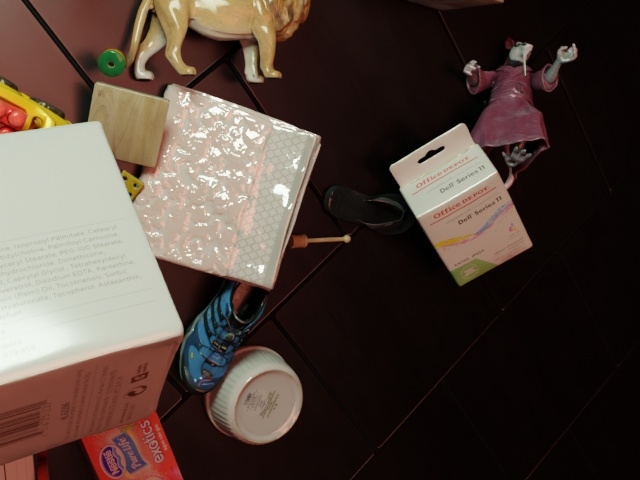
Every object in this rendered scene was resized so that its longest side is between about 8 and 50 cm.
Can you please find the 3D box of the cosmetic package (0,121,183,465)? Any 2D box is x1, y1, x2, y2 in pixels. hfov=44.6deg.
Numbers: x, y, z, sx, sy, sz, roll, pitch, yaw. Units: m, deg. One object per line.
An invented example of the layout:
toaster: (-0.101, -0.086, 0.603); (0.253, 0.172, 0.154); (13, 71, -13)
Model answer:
cosmetic package: (-0.447, 0.084, 1.190); (0.328, 0.329, 0.393); (-14, 64, -28)

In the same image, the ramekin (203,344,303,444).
ramekin: (-0.135, 0.337, 1.668); (0.207, 0.109, 0.207); (-7, 104, -30)

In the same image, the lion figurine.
lion figurine: (-0.193, -0.421, 1.462); (0.392, 0.142, 0.240); (-4, 95, -27)

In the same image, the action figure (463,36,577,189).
action figure: (0.468, -0.322, 1.862); (0.275, 0.248, 0.370); (69, 32, -58)

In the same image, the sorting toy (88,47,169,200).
sorting toy: (-0.354, -0.207, 1.422); (0.132, 0.046, 0.274); (13, 115, -12)

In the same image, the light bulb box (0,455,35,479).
light bulb box: (-0.670, 0.463, 1.291); (0.361, 0.225, 0.357); (-7, 104, -29)

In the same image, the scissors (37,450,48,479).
scissors: (-0.493, 0.355, 1.375); (0.021, 0.297, 0.109); (-6, 126, -19)

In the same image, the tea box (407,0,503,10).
tea box: (0.218, -0.677, 1.614); (0.329, 0.220, 0.323); (6, 96, -32)

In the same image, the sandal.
sandal: (0.124, -0.064, 1.779); (0.255, 0.054, 0.097); (6, 97, -33)

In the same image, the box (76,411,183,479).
box: (-0.386, 0.377, 1.496); (0.142, 0.154, 0.299); (-26, 114, -25)

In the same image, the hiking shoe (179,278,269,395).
hiking shoe: (-0.195, 0.171, 1.571); (0.113, 0.132, 0.304); (26, 82, -15)

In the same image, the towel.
towel: (-0.192, -0.098, 1.498); (0.317, 0.053, 0.331); (17, 89, -3)

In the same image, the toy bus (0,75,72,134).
toy bus: (-0.503, -0.182, 1.274); (0.220, 0.211, 0.149); (29, 83, -34)

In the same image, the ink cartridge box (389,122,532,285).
ink cartridge box: (0.322, -0.073, 1.773); (0.207, 0.119, 0.353); (-31, 133, 9)

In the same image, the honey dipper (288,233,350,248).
honey dipper: (0.000, 0.000, 1.734); (0.161, 0.030, 0.030); (-2, 101, -36)
